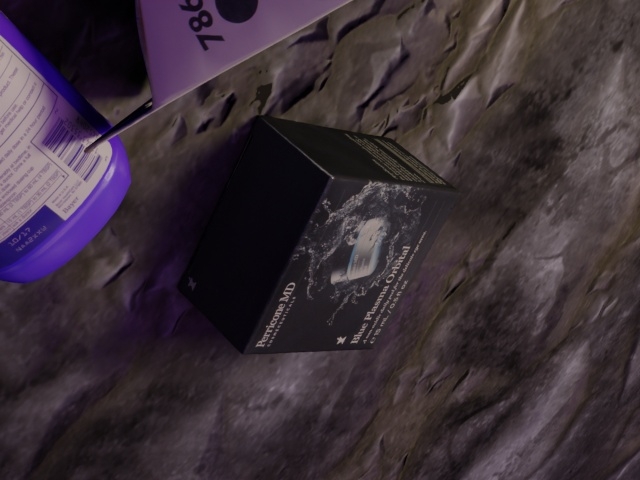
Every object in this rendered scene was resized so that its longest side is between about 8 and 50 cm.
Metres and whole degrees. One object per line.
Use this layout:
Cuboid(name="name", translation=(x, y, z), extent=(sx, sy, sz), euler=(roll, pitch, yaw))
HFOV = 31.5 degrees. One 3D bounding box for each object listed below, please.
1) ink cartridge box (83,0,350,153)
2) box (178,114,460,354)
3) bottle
Cuboid(name="ink cartridge box", translation=(0.013, -0.165, 0.619), extent=(0.332, 0.165, 0.065), euler=(-28, 104, 12))
Cuboid(name="box", translation=(0.000, 0.000, 0.876), extent=(0.158, 0.093, 0.156), euler=(4, 120, -47))
Cuboid(name="bottle", translation=(-0.209, -0.082, 0.571), extent=(0.118, 0.092, 0.283), euler=(-47, 145, -4))
